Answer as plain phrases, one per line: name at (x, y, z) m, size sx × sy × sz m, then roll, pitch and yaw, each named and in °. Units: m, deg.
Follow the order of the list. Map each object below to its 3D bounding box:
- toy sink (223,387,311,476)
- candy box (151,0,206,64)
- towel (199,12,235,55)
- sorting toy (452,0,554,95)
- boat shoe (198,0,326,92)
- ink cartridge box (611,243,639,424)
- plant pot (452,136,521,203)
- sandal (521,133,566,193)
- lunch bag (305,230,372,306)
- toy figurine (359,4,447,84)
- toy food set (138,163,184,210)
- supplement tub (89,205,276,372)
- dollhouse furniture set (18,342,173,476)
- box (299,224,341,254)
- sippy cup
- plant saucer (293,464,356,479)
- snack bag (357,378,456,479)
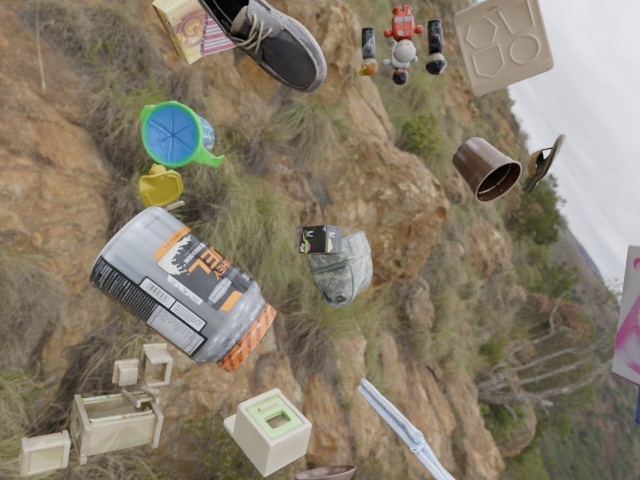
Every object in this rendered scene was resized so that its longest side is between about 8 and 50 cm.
toy sink at (-0.163, 0.543, 1.355) m, size 0.153 × 0.131 × 0.234 m, roll -9°, pitch 29°, yaw -41°
candy box at (-0.335, -0.717, 1.411) m, size 0.087 × 0.316 × 0.183 m, roll 41°, pitch -16°, yaw 26°
towel at (-0.262, -0.605, 1.264) m, size 0.144 × 0.197 × 0.029 m, roll -28°, pitch 80°, yaw -29°
sorting toy at (0.443, -0.485, 1.110) m, size 0.038 × 0.193 × 0.208 m, roll -37°, pitch 109°, yaw -60°
boat shoe at (-0.142, -0.440, 0.959) m, size 0.355 × 0.132 × 0.130 m, roll 43°, pitch 34°, yaw 5°
ink cartridge box at (0.573, 0.177, 0.672) m, size 0.324 × 0.071 × 0.330 m, roll -144°, pitch -120°, yaw -87°
plant pot at (0.521, -0.234, 1.464) m, size 0.167 × 0.167 × 0.165 m, roll 28°, pitch 25°, yaw -49°
sandal at (0.604, -0.212, 1.261) m, size 0.060 × 0.090 × 0.219 m, roll 32°, pitch -21°, yaw 13°
lunch bag at (0.095, 0.118, 1.879) m, size 0.305 × 0.212 × 0.256 m, roll -19°, pitch 89°, yaw -67°
toy figurine at (0.230, -0.534, 1.290) m, size 0.213 × 0.209 × 0.148 m, roll -2°, pitch 87°, yaw -40°
toy food set at (-0.490, -0.164, 1.377) m, size 0.071 × 0.128 × 0.218 m, roll 56°, pitch -22°, yaw 15°
supplement tub at (-0.253, 0.099, 0.876) m, size 0.316 × 0.193 × 0.193 m, roll 39°, pitch 25°, yaw -7°
dollhouse furniture set at (-0.336, 0.229, 0.680) m, size 0.182 × 0.161 × 0.101 m, roll 5°, pitch 13°, yaw -39°
box at (0.000, 0.000, 1.010) m, size 0.052 × 0.083 × 0.062 m, roll 9°, pitch 81°, yaw -47°
sippy cup at (-0.520, -0.398, 1.741) m, size 0.224 × 0.240 × 0.305 m, roll -45°, pitch 116°, yaw -76°
plant saucer at (0.013, 0.624, 1.201) m, size 0.168 × 0.168 × 0.029 m, roll 19°, pitch 56°, yaw -56°
snack bag at (0.233, 0.449, 0.885) m, size 0.342 × 0.037 × 0.323 m, roll 37°, pitch -14°, yaw 54°
